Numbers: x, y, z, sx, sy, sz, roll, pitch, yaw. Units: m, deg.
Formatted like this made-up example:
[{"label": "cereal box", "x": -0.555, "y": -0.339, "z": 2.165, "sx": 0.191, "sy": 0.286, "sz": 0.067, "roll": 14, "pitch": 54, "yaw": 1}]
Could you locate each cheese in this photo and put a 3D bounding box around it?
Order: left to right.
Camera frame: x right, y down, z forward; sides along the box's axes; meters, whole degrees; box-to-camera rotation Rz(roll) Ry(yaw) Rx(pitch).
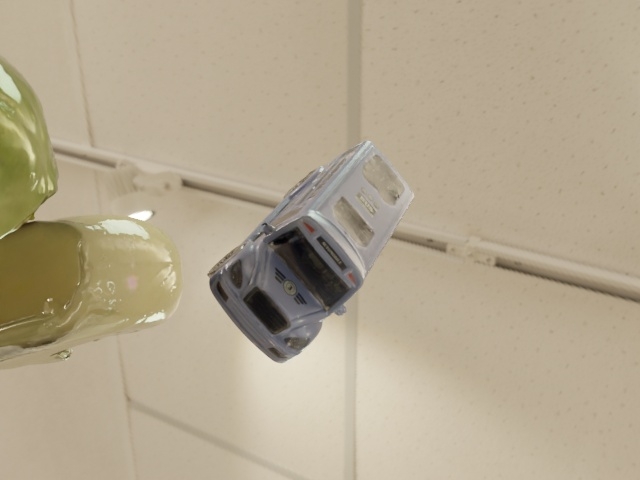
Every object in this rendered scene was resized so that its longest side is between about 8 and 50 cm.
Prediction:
[{"label": "cheese", "x": -0.282, "y": 0.060, "z": 0.811, "sx": 0.266, "sy": 0.233, "sz": 0.127, "roll": -15, "pitch": -100, "yaw": 4}]

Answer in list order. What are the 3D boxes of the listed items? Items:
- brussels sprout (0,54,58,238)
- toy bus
[{"label": "brussels sprout", "x": -0.369, "y": -0.057, "z": 0.562, "sx": 0.344, "sy": 0.344, "sz": 0.268, "roll": 0, "pitch": -109, "yaw": 35}, {"label": "toy bus", "x": 0.000, "y": 0.000, "z": 0.489, "sx": 0.076, "sy": 0.167, "sz": 0.073, "roll": -34, "pitch": -78, "yaw": 35}]
